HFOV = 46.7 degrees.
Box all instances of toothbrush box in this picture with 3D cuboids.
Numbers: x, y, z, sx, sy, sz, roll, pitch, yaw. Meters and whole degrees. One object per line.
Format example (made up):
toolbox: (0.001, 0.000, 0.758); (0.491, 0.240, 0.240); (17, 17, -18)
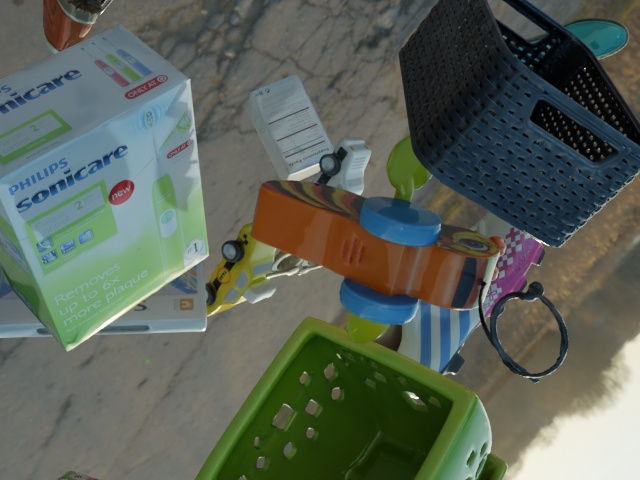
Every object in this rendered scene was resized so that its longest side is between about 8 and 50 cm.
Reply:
toothbrush box: (-0.241, -0.047, 0.781); (0.206, 0.122, 0.283); (-36, 151, -28)

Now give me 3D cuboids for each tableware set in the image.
tableware set: (0.000, 0.000, 1.033); (0.141, 0.020, 0.168); (-6, 145, -45)

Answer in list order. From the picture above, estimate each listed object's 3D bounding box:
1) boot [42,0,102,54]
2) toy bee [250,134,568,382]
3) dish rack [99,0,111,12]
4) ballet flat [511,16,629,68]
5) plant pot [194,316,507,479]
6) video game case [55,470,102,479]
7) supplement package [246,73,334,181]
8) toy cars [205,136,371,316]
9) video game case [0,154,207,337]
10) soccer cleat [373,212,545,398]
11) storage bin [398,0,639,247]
boot: (-0.313, -0.287, 0.888); (0.059, 0.158, 0.084); (7, 135, -38)
toy bee: (0.089, 0.024, 0.672); (0.162, 0.298, 0.195); (-12, 143, -53)
dish rack: (-0.294, -0.450, 1.000); (0.271, 0.208, 0.074); (-35, -171, 31)
ballet flat: (0.442, -0.361, 1.369); (0.232, 0.080, 0.073); (-7, -169, 18)
plant pot: (0.046, 0.247, 0.766); (0.227, 0.228, 0.207); (-55, 138, -15)
video game case: (-0.429, 0.482, 1.295); (0.212, 0.193, 0.023); (-27, 125, -67)
supplement package: (-0.059, -0.214, 1.456); (0.105, 0.179, 0.105); (-25, 176, -12)
toy cars: (-0.045, -0.008, 1.207); (0.394, 0.087, 0.176); (-43, 164, -14)
video game case: (-0.323, -0.007, 1.087); (0.300, 0.329, 0.036); (-1, 140, -11)
soccer cleat: (0.166, 0.053, 0.956); (0.331, 0.143, 0.116); (-57, -173, 9)
storage bin: (0.128, -0.096, 0.494); (0.084, 0.122, 0.180); (-51, -159, 31)
